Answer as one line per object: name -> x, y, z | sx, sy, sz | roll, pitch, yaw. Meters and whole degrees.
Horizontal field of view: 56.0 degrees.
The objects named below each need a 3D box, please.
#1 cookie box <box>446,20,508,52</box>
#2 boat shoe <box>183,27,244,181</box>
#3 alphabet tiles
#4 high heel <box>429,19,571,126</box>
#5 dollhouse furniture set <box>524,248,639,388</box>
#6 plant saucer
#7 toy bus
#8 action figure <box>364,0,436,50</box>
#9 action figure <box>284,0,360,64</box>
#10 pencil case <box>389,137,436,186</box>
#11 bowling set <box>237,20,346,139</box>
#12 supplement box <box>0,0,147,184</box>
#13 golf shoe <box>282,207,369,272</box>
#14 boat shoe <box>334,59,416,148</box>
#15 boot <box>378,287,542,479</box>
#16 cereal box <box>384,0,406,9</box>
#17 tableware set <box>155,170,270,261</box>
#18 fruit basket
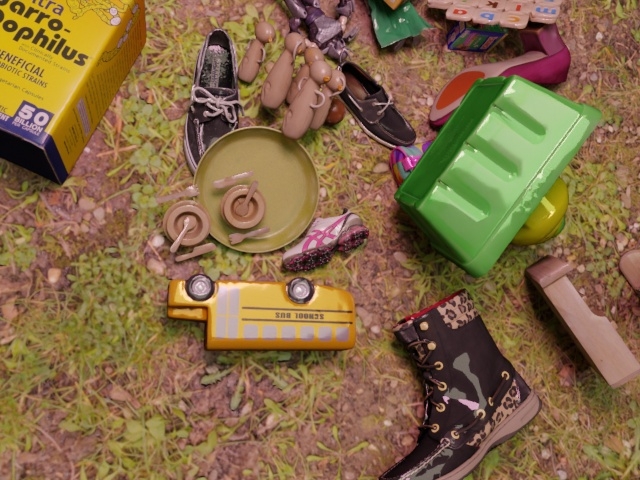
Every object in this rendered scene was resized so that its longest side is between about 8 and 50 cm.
cookie box -> 0.357, -0.471, 1.376 | 0.107, 0.092, 0.040 | -1, 79, -15
boat shoe -> -0.202, -0.262, 1.171 | 0.113, 0.105, 0.306 | 9, 75, -13
alphabet tiles -> 0.392, -0.540, 1.356 | 0.284, 0.021, 0.278 | 14, 44, 14
high heel -> 0.419, -0.333, 1.363 | 0.377, 0.127, 0.181 | -37, 124, -3
dollhouse furniture set -> 0.659, 0.065, 1.198 | 0.394, 0.362, 0.256 | -35, 89, 10
plant saucer -> -0.122, -0.097, 1.150 | 0.241, 0.037, 0.240 | -3, 104, -14
toy bus -> -0.110, 0.135, 1.099 | 0.333, 0.108, 0.130 | 3, 78, -15
action figure -> 0.145, -0.538, 1.352 | 0.137, 0.063, 0.232 | -21, 76, -17
action figure -> -0.027, -0.491, 1.279 | 0.185, 0.099, 0.285 | -41, 93, -28
pencil case -> 0.266, -0.183, 1.277 | 0.237, 0.104, 0.104 | -21, 83, -17
bowling set -> -0.020, -0.321, 1.191 | 0.200, 0.154, 0.287 | 0, 41, -41
supplement box -> -0.476, -0.316, 1.065 | 0.194, 0.195, 0.356 | 24, 71, -8
golf shoe -> 0.000, 0.000, 1.189 | 0.186, 0.067, 0.086 | -25, 59, -20
boat shoe -> 0.116, -0.284, 1.276 | 0.233, 0.079, 0.084 | 45, 69, -2
boot -> 0.216, 0.281, 1.131 | 0.378, 0.138, 0.284 | -26, 85, -23
cereal box -> 0.159, -0.613, 1.332 | 0.173, 0.047, 0.240 | 44, 44, -1
tableware set -> -0.192, -0.044, 1.103 | 0.194, 0.039, 0.128 | -18, 106, -10
fruit basket -> 0.377, -0.093, 1.175 | 0.393, 0.283, 0.391 | -2, 103, -9
